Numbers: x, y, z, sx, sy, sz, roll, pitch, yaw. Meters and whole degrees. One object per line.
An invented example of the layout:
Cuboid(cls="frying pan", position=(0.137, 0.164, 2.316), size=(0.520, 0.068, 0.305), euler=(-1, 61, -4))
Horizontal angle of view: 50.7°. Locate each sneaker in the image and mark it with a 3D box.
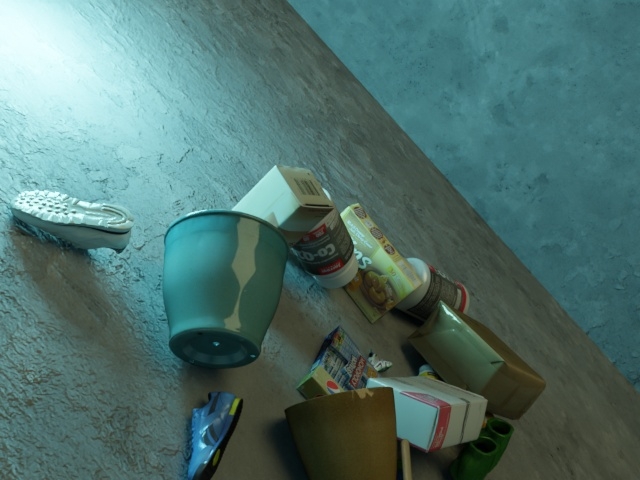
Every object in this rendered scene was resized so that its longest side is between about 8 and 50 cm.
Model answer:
Cuboid(cls="sneaker", position=(0.158, 0.331, 1.875), size=(0.098, 0.038, 0.069), euler=(2, 52, -56))
Cuboid(cls="sneaker", position=(-0.215, 0.367, 1.259), size=(0.082, 0.069, 0.209), euler=(15, 37, 7))
Cuboid(cls="sneaker", position=(-0.498, -0.029, 1.346), size=(0.235, 0.095, 0.090), euler=(15, 42, -17))

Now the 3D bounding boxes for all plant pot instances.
Cuboid(cls="plant pot", position=(0.061, 0.455, 1.395), size=(0.237, 0.237, 0.254), euler=(14, 58, -48))
Cuboid(cls="plant pot", position=(-0.206, 0.118, 1.404), size=(0.272, 0.272, 0.255), euler=(28, 48, -34))

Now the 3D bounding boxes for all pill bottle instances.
Cuboid(cls="pill bottle", position=(0.000, 0.000, 1.853), size=(0.283, 0.161, 0.161), euler=(61, 11, -45))
Cuboid(cls="pill bottle", position=(0.323, 0.162, 2.198), size=(0.318, 0.176, 0.176), euler=(28, 32, -34))
Cuboid(cls="pill bottle", position=(0.315, 0.418, 1.962), size=(0.065, 0.065, 0.116), euler=(37, 27, -20))

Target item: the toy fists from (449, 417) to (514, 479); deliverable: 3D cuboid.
Cuboid(cls="toy fists", position=(0.433, 0.583, 1.837), size=(0.096, 0.142, 0.279), euler=(26, 17, 26))

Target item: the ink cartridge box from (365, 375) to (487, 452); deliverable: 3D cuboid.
Cuboid(cls="ink cartridge box", position=(0.263, 0.427, 1.695), size=(0.207, 0.117, 0.283), euler=(14, 1, 38))

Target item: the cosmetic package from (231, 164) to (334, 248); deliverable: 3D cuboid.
Cuboid(cls="cosmetic package", position=(-0.130, -0.040, 1.662), size=(0.153, 0.296, 0.129), euler=(-3, 57, -56))

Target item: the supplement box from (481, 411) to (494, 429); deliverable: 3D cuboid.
Cuboid(cls="supplement box", position=(0.424, 0.529, 1.960), size=(0.233, 0.078, 0.080), euler=(14, 42, -49))

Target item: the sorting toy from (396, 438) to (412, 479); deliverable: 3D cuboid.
Cuboid(cls="sorting toy", position=(0.159, 0.550, 1.421), size=(0.038, 0.208, 0.193), euler=(5, 46, -4))

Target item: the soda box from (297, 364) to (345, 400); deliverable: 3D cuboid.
Cuboid(cls="soda box", position=(0.032, 0.386, 1.592), size=(0.181, 0.058, 0.061), euler=(47, 26, 0))

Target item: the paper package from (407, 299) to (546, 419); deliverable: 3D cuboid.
Cuboid(cls="paper package", position=(0.475, 0.367, 2.048), size=(0.325, 0.168, 0.309), euler=(27, 14, -46))

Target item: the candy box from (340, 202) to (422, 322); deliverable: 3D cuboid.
Cuboid(cls="candy box", position=(0.134, 0.068, 2.036), size=(0.316, 0.183, 0.087), euler=(52, 26, 9))

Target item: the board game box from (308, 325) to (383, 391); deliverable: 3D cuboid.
Cuboid(cls="board game box", position=(0.077, 0.343, 1.716), size=(0.194, 0.060, 0.194), euler=(44, 27, -6))
